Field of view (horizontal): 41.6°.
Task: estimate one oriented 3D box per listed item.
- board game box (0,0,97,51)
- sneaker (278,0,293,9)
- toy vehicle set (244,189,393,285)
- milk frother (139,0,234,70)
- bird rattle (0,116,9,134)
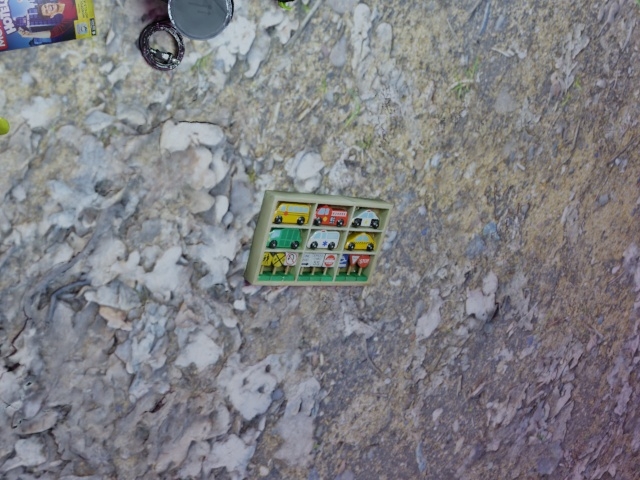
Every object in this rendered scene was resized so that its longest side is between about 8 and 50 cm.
[{"bbox_3d":[-0.394,-0.342,1.056,0.194,0.060,0.194,-17,121,-28],"label":"board game box"},{"bbox_3d":[-0.063,-0.448,1.227,0.097,0.084,0.235,-33,128,-17],"label":"sneaker"},{"bbox_3d":[0.000,0.000,1.526,0.267,0.035,0.166,2,111,-36],"label":"toy vehicle set"},{"bbox_3d":[-0.190,-0.298,1.175,0.129,0.135,0.143,9,106,-6],"label":"milk frother"},{"bbox_3d":[-0.506,-0.161,1.027,0.207,0.143,0.253,-24,123,-5],"label":"bird rattle"}]
